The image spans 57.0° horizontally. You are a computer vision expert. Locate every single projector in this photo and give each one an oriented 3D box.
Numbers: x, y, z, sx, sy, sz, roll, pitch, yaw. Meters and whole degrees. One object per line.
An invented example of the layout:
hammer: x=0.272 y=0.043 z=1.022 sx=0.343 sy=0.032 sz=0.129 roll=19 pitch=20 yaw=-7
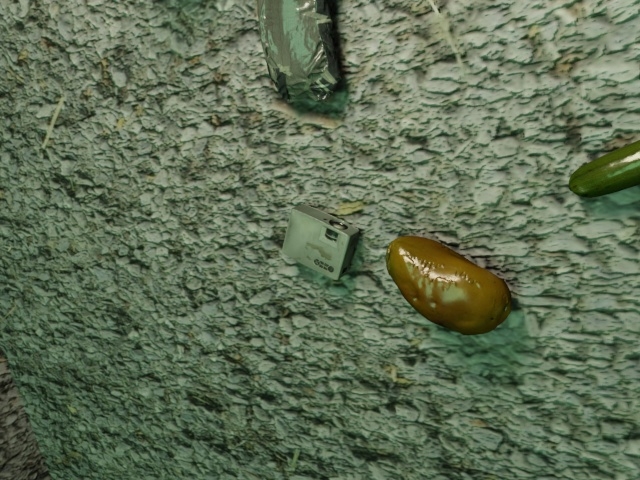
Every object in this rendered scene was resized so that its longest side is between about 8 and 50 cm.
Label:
projector: x=0.000 y=0.000 z=1.260 sx=0.147 sy=0.061 sz=0.115 roll=26 pitch=120 yaw=21

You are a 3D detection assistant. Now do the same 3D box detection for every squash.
squash: x=0.504 y=-0.127 z=0.901 sx=0.252 sy=0.066 sz=0.066 roll=-27 pitch=92 yaw=36

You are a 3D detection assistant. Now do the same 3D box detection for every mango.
mango: x=0.231 y=0.078 z=1.092 sx=0.249 sy=0.151 sz=0.156 roll=37 pitch=156 yaw=12

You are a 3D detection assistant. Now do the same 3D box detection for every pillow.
pillow: x=-0.040 y=-0.430 z=1.110 sx=0.162 sy=0.093 sz=0.334 roll=3 pitch=108 yaw=25
